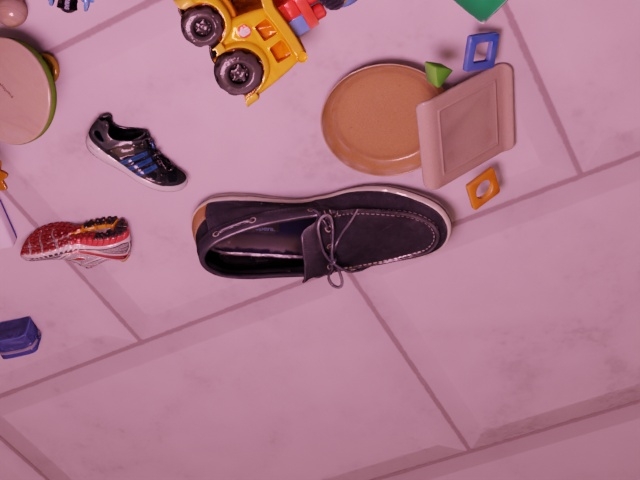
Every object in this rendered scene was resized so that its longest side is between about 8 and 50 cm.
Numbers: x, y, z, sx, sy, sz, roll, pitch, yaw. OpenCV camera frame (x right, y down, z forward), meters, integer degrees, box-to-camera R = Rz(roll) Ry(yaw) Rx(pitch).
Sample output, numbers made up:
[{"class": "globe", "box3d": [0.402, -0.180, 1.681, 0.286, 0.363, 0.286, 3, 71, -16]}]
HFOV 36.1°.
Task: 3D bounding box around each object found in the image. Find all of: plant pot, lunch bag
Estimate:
[{"class": "plant pot", "box3d": [0.118, -0.218, 1.752, 0.237, 0.032, 0.236, 0, 130, 1]}, {"class": "lunch bag", "box3d": [-0.649, 0.212, 2.114, 0.099, 0.067, 0.065, -11, 129, 10]}]

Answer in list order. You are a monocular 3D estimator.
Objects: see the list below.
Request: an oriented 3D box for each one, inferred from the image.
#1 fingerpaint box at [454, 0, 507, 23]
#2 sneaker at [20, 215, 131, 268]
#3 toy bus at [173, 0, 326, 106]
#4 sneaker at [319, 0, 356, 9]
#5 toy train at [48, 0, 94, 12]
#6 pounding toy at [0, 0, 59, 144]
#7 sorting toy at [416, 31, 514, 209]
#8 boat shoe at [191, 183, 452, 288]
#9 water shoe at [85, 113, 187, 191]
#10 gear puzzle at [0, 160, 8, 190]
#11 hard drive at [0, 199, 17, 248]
[{"class": "fingerpaint box", "box3d": [0.295, -0.551, 1.250, 0.163, 0.371, 0.445, 33, 123, -22]}, {"class": "sneaker", "box3d": [-0.482, 0.020, 1.936, 0.225, 0.088, 0.092, -4, 131, 6]}, {"class": "toy bus", "box3d": [-0.109, -0.362, 1.581, 0.211, 0.149, 0.220, -32, 120, 10]}, {"class": "sneaker", "box3d": [0.005, -0.468, 1.538, 0.069, 0.082, 0.209, -7, 117, 46]}, {"class": "toy train", "box3d": [-0.384, -0.435, 1.515, 0.080, 0.105, 0.184, 7, 151, -12]}, {"class": "pounding toy", "box3d": [-0.516, -0.289, 1.690, 0.183, 0.110, 0.236, -16, 99, 29]}, {"class": "sorting toy", "box3d": [0.250, -0.202, 1.720, 0.196, 0.047, 0.347, -27, 130, -20]}, {"class": "boat shoe", "box3d": [0.000, 0.000, 1.861, 0.501, 0.156, 0.186, 0, 128, 0]}, {"class": "water shoe", "box3d": [-0.327, -0.157, 1.793, 0.203, 0.073, 0.080, 25, 124, -18]}, {"class": "gear puzzle", "box3d": [-0.681, -0.200, 1.722, 0.339, 0.044, 0.175, 37, 116, -3]}, {"class": "hard drive", "box3d": [-0.734, -0.109, 1.867, 0.210, 0.040, 0.318, -6, 129, 6]}]
